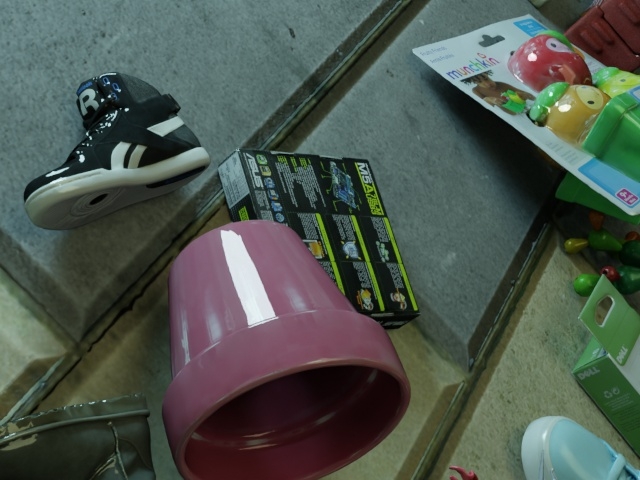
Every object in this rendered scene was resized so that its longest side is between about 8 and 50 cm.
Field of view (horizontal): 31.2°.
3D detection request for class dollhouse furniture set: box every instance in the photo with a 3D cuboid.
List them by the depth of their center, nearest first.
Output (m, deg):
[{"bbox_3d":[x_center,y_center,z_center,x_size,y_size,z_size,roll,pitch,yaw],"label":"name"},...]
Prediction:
[{"bbox_3d":[0.395,-0.440,1.727,0.374,0.152,0.201,46,43,-9],"label":"dollhouse furniture set"}]

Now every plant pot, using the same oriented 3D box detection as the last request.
[{"bbox_3d":[-0.048,0.090,0.978,0.201,0.201,0.180,10,42,-37],"label":"plant pot"}]

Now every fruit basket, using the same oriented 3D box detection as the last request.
[{"bbox_3d":[0.340,-0.189,1.491,0.353,0.165,0.327,45,39,18],"label":"fruit basket"}]

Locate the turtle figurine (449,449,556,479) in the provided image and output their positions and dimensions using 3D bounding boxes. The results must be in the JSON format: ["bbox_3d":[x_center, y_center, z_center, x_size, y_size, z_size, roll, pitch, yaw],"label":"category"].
[{"bbox_3d":[0.151,0.310,1.061,0.234,0.118,0.175,-59,148,-44],"label":"turtle figurine"}]

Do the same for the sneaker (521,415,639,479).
[{"bbox_3d":[0.376,0.312,1.228,0.366,0.150,0.135,46,42,-9],"label":"sneaker"}]

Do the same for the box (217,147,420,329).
[{"bbox_3d":[0.000,0.000,1.173,0.184,0.045,0.190,2,62,-44],"label":"box"}]

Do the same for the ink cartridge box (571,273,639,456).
[{"bbox_3d":[0.372,0.157,1.388,0.209,0.062,0.109,50,42,-4],"label":"ink cartridge box"}]

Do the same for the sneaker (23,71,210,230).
[{"bbox_3d":[-0.205,-0.087,1.029,0.121,0.079,0.217,57,34,8],"label":"sneaker"}]

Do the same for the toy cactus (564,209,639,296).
[{"bbox_3d":[0.426,0.017,1.463,0.219,0.112,0.180,-24,41,-38],"label":"toy cactus"}]

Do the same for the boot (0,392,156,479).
[{"bbox_3d":[-0.170,0.229,0.864,0.190,0.076,0.208,-7,76,-42],"label":"boot"}]
